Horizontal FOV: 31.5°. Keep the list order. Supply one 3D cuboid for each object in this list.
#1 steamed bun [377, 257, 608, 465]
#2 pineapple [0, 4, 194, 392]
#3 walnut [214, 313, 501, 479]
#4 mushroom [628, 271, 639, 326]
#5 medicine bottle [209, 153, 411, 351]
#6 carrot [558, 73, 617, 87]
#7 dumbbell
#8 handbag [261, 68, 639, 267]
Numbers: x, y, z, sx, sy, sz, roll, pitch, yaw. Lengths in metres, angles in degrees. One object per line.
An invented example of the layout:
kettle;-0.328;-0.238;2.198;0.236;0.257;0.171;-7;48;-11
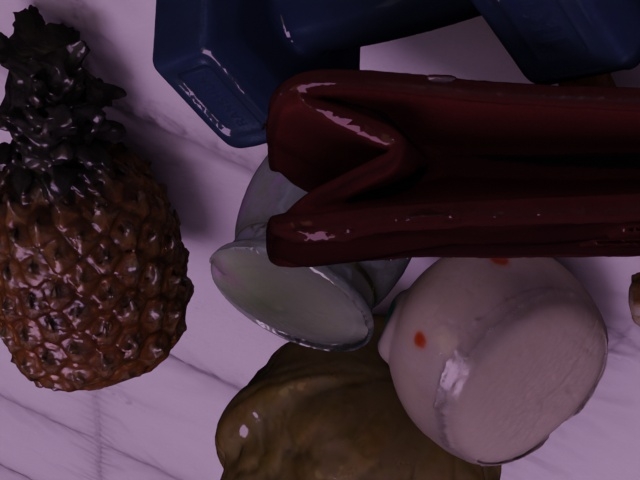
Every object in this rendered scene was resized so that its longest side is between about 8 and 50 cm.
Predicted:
steamed bun;0.136;0.084;0.938;0.130;0.177;0.228;47;-179;38
pineapple;-0.230;-0.035;1.020;0.202;0.202;0.362;14;137;21
walnut;0.029;0.210;1.098;0.253;0.282;0.277;10;147;-39
mushroom;0.305;0.080;0.878;0.094;0.072;0.210;2;146;40
medicine bottle;0.000;0.000;0.922;0.147;0.143;0.147;21;151;12
carrot;0.185;-0.083;0.753;0.036;0.035;0.165;5;147;33
dumbbell;0.048;-0.147;0.650;0.316;0.156;0.143;-6;108;44
handbag;0.104;-0.028;0.652;0.276;0.084;0.260;-1;173;-1
